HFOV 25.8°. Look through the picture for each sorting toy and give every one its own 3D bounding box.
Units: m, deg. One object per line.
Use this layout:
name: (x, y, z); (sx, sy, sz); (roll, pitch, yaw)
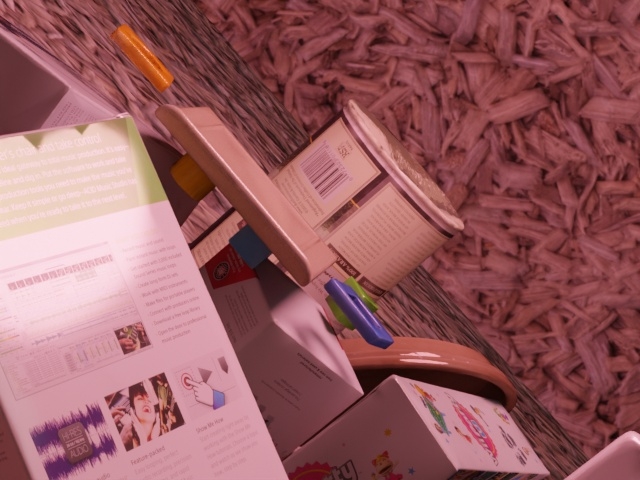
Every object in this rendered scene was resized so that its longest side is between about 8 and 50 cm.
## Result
sorting toy: (-0.068, -0.035, 1.168); (0.347, 0.047, 0.196); (50, 6, 1)

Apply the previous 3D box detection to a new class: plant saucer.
plant saucer: (0.051, 0.150, 1.363); (0.278, 0.278, 0.041); (33, 48, -54)

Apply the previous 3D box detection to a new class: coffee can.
coffee can: (0.000, 0.000, 1.632); (0.201, 0.275, 0.201); (47, 11, -12)

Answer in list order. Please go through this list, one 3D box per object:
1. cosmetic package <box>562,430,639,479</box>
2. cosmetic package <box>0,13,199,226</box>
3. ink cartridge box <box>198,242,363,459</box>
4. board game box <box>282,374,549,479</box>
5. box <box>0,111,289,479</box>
cosmetic package: (0.288, 0.407, 1.231); (0.329, 0.327, 0.394); (54, 11, 25)
cosmetic package: (-0.299, -0.153, 1.197); (0.377, 0.097, 0.284); (37, -1, 21)
ink cartridge box: (-0.082, 0.116, 1.186); (0.127, 0.176, 0.128); (43, 13, -37)
board game box: (0.051, 0.225, 1.205); (0.097, 0.224, 0.303); (56, 13, 21)
box: (-0.153, 0.079, 0.936); (0.232, 0.058, 0.322); (-18, 85, -57)
